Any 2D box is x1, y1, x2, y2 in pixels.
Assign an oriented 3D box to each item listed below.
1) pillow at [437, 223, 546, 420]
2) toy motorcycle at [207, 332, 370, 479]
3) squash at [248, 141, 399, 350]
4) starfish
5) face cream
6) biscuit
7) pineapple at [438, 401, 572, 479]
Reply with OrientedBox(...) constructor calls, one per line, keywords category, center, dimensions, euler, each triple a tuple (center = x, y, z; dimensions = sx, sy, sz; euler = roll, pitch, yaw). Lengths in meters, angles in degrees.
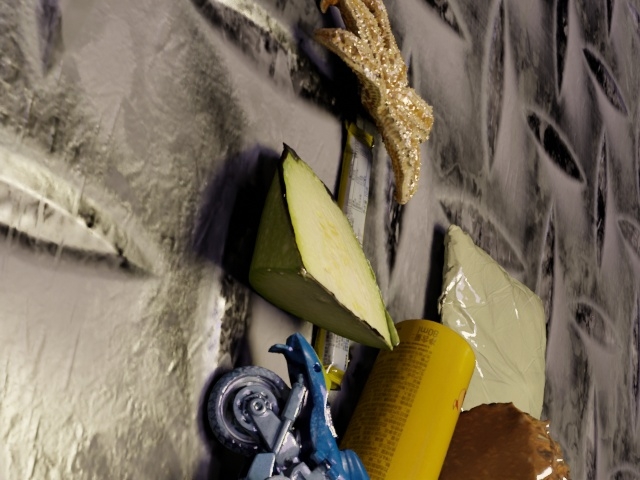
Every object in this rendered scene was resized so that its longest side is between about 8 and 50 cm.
OrientedBox(category="pillow", center=(0.220, 0.157, 1.198), dimensions=(0.274, 0.076, 0.280), euler=(37, 55, -46))
OrientedBox(category="toy motorcycle", center=(0.001, 0.207, 0.791), dimensions=(0.135, 0.092, 0.254), euler=(-21, 79, -24))
OrientedBox(category="squash", center=(-0.020, 0.013, 0.874), dimensions=(0.192, 0.085, 0.184), euler=(46, 21, -47))
OrientedBox(category="starfish", center=(0.071, -0.157, 1.010), dimensions=(0.216, 0.071, 0.238), euler=(-5, 86, -60))
OrientedBox(category="face cream", center=(0.058, 0.237, 0.917), dimensions=(0.105, 0.105, 0.348), euler=(60, 41, -33))
OrientedBox(category="biscuit", center=(0.025, 0.012, 0.967), dimensions=(0.048, 0.026, 0.292), euler=(32, 59, -47))
OrientedBox(category="pineapple", center=(0.226, 0.337, 1.085), dimensions=(0.165, 0.165, 0.364), euler=(-66, 147, -36))
